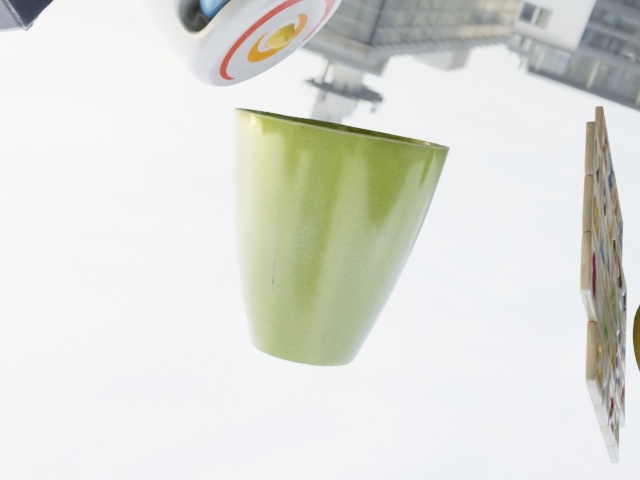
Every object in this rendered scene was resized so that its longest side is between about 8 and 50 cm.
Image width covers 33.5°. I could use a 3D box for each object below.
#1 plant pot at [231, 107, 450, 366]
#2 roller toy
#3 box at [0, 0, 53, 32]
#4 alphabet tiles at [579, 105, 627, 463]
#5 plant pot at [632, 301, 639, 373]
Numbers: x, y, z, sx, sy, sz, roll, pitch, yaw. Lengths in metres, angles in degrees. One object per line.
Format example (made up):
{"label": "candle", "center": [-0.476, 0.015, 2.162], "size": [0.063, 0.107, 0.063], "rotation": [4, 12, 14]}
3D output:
{"label": "plant pot", "center": [0.000, 0.000, 1.350], "size": [0.274, 0.294, 0.275], "rotation": [11, -172, -1]}
{"label": "roller toy", "center": [-0.076, -0.252, 1.075], "size": [0.191, 0.209, 0.146], "rotation": [-32, -98, -22]}
{"label": "box", "center": [-0.363, -0.448, 1.141], "size": [0.179, 0.343, 0.312], "rotation": [5, -133, 41]}
{"label": "alphabet tiles", "center": [0.285, 0.048, 1.055], "size": [0.011, 0.285, 0.342], "rotation": [-1, 151, 21]}
{"label": "plant pot", "center": [0.487, 0.080, 1.075], "size": [0.254, 0.239, 0.254], "rotation": [9, -125, -13]}
